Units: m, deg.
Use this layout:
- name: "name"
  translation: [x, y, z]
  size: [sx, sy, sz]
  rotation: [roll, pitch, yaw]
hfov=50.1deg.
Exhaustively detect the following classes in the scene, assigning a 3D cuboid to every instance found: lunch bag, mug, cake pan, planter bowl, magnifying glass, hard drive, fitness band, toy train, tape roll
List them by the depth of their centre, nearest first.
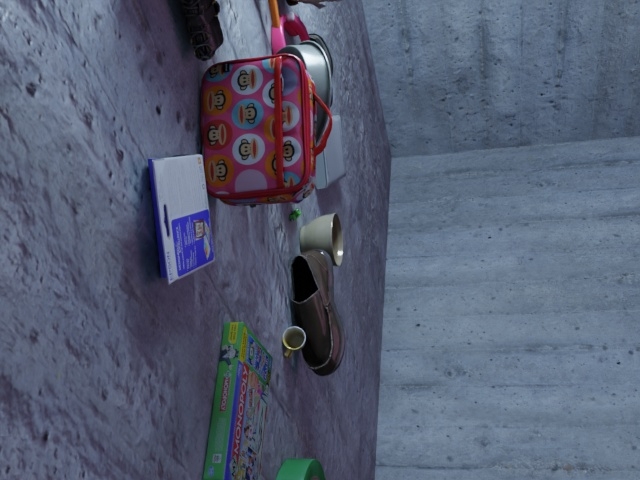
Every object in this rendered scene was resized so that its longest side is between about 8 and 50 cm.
- name: "lunch bag"
  translation: [-0.104, -0.218, 1.372]
  size: [0.120, 0.258, 0.293]
  rotation: [37, 49, -76]
- name: "cake pan"
  translation: [-0.072, -0.332, 1.636]
  size: [0.293, 0.054, 0.293]
  rotation: [-9, -101, 58]
- name: "tape roll"
  translation: [-0.051, 0.727, 1.756]
  size: [0.321, 0.077, 0.321]
  rotation: [-4, 90, -76]
- name: "magnifying glass"
  translation: [-0.131, -0.668, 1.767]
  size: [0.092, 0.026, 0.231]
  rotation: [-89, 174, -61]
- name: "mug"
  translation: [-0.074, 0.273, 1.846]
  size: [0.062, 0.078, 0.064]
  rotation: [57, -6, 19]
- name: "toy train"
  translation: [-0.074, -0.075, 1.990]
  size: [0.083, 0.017, 0.024]
  rotation: [-56, 130, -69]
- name: "fitness band"
  translation: [-0.078, -0.545, 2.014]
  size: [0.291, 0.054, 0.209]
  rotation: [0, 87, -76]
- name: "planter bowl"
  translation: [0.000, 0.000, 2.081]
  size: [0.162, 0.109, 0.162]
  rotation: [-3, 90, -76]
- name: "hard drive"
  translation: [0.030, -0.321, 2.426]
  size: [0.353, 0.047, 0.233]
  rotation: [-42, 127, -73]

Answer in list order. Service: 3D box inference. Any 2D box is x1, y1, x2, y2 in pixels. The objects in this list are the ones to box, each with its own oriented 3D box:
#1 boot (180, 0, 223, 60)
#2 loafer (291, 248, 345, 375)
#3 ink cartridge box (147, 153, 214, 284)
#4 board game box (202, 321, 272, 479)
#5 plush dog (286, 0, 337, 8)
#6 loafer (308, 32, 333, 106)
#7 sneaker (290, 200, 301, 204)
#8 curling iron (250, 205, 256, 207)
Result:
- name: "boot"
  translation: [-0.233, -0.441, 1.248]
  size: [0.263, 0.091, 0.229]
  rotation: [-74, 156, -60]
- name: "loafer"
  translation: [-0.031, 0.198, 1.926]
  size: [0.130, 0.134, 0.366]
  rotation: [14, 61, -52]
- name: "ink cartridge box"
  translation: [-0.248, -0.043, 1.180]
  size: [0.208, 0.045, 0.206]
  rotation: [-38, 124, -75]
- name: "board game box"
  translation: [-0.166, 0.358, 1.431]
  size: [0.213, 0.046, 0.317]
  rotation: [66, 24, -58]
- name: "plush dog"
  translation: [-0.044, -0.800, 1.948]
  size: [0.210, 0.262, 0.225]
  rotation: [-163, -102, -69]
- name: "loafer"
  translation: [-0.008, -0.533, 2.229]
  size: [0.084, 0.096, 0.267]
  rotation: [-67, 153, -50]
- name: "sneaker"
  translation: [-0.070, -0.160, 1.907]
  size: [0.170, 0.071, 0.068]
  rotation: [68, 23, -55]
- name: "curling iron"
  translation: [-0.179, -0.199, 1.543]
  size: [0.068, 0.035, 0.274]
  rotation: [-49, 139, -50]
